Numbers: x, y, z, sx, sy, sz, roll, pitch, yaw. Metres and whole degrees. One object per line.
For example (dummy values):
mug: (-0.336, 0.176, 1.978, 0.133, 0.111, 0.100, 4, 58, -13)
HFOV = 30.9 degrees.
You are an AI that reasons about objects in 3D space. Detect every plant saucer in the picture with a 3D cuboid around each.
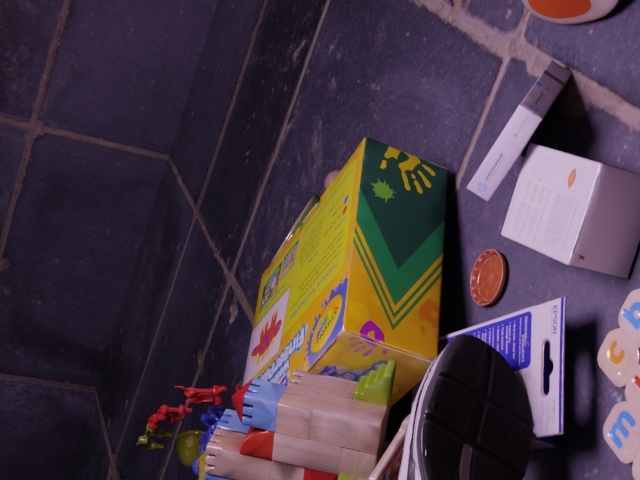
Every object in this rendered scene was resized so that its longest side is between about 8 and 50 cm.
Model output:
plant saucer: (0.245, 0.054, 1.679, 0.083, 0.013, 0.083, -39, 45, 55)

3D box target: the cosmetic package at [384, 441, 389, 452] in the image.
cosmetic package: (0.031, 0.400, 1.933, 0.239, 0.061, 0.098, -35, 49, 56)

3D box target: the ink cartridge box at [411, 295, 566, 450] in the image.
ink cartridge box: (0.237, 0.199, 1.565, 0.371, 0.069, 0.175, 147, 131, -62)

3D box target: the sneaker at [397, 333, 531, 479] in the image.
sneaker: (0.097, 0.331, 1.399, 0.257, 0.169, 0.447, -32, 32, 45)

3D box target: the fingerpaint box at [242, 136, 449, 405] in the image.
fingerpaint box: (0.031, 0.120, 1.864, 0.445, 0.163, 0.371, 128, 157, -48)

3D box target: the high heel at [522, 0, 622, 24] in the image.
high heel: (0.397, -0.408, 1.501, 0.181, 0.127, 0.377, -54, 12, -20)

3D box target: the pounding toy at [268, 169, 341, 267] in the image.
pounding toy: (0.000, 0.000, 2.181, 0.236, 0.110, 0.183, -57, -1, -32)

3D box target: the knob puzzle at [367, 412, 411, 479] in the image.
knob puzzle: (0.118, 0.305, 1.566, 0.213, 0.030, 0.213, -52, -25, -36)

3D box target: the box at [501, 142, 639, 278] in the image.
box: (0.322, -0.040, 1.454, 0.170, 0.091, 0.130, 34, 109, 65)

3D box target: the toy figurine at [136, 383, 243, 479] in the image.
toy figurine: (-0.255, 0.465, 2.403, 0.362, 0.191, 0.217, -50, 41, 49)

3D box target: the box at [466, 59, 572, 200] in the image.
box: (0.271, -0.150, 1.568, 0.145, 0.038, 0.186, -61, -6, 35)

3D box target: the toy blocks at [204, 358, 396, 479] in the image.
toy blocks: (-0.048, 0.330, 1.664, 0.190, 0.261, 0.381, -61, -20, -62)

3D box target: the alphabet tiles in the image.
alphabet tiles: (0.407, 0.142, 1.264, 0.284, 0.021, 0.278, -68, 26, 22)
